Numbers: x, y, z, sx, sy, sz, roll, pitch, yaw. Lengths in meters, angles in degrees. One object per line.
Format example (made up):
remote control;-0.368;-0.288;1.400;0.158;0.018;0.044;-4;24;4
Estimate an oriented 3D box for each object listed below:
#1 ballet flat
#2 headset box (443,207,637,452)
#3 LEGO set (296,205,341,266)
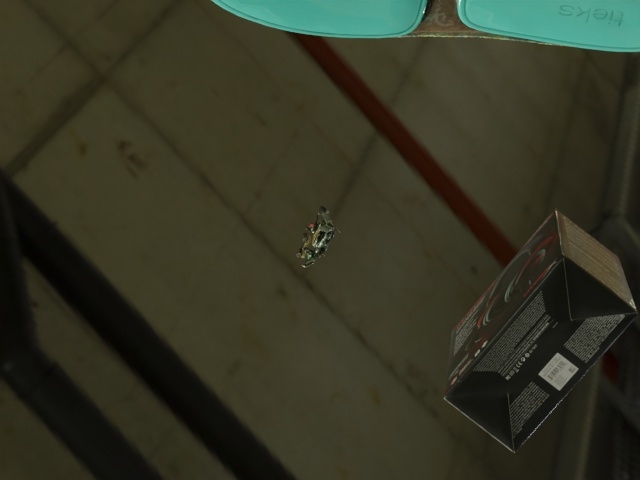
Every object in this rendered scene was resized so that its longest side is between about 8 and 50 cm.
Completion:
ballet flat;0.082;-0.200;0.952;0.348;0.123;0.123;5;-135;-3
headset box;0.260;0.096;1.660;0.110;0.218;0.293;38;-164;-2
LEGO set;0.001;-0.002;1.206;0.023;0.054;0.083;21;-174;-8
